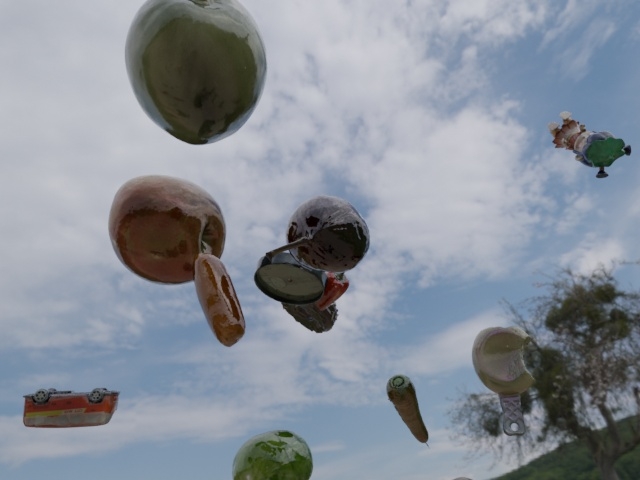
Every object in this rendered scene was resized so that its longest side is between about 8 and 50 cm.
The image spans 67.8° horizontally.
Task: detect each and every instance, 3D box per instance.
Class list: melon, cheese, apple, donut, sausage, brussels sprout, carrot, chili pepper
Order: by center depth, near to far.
[{"bbox_3d":[-0.225,-0.321,0.888,0.272,0.271,0.308,-13,-26,2],"label":"melon"},{"bbox_3d":[-0.240,0.133,1.113,0.098,0.238,0.098,-23,-24,-11],"label":"sausage"},{"bbox_3d":[0.500,0.370,1.273,0.163,0.286,0.082,-12,-30,18],"label":"cheese"},{"bbox_3d":[0.250,0.481,1.305,0.078,0.078,0.298,-19,-60,11],"label":"carrot"},{"bbox_3d":[-0.135,0.642,1.328,0.244,0.244,0.244,-8,-33,-5],"label":"brussels sprout"},{"bbox_3d":[-0.419,-0.030,1.344,0.277,0.319,0.319,0,-31,12],"label":"apple"},{"bbox_3d":[0.043,0.131,1.454,0.192,0.086,0.084,-45,-2,30],"label":"chili pepper"},{"bbox_3d":[-0.044,0.253,1.870,0.103,0.270,0.269,-46,-19,-29],"label":"donut"}]

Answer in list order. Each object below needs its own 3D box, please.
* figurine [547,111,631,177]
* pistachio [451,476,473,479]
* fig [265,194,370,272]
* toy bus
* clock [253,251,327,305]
[{"bbox_3d":[0.692,-0.254,1.228,0.111,0.195,0.102,-43,-50,12],"label":"figurine"},{"bbox_3d":[0.291,0.568,1.014,0.113,0.113,0.149,17,-40,-37],"label":"pistachio"},{"bbox_3d":[0.008,-0.015,1.095,0.204,0.186,0.249,26,4,12],"label":"fig"},{"bbox_3d":[-0.504,0.340,0.969,0.174,0.077,0.079,4,-16,-13],"label":"toy bus"},{"bbox_3d":[-0.087,0.115,1.375,0.215,0.042,0.215,8,-39,7],"label":"clock"}]
